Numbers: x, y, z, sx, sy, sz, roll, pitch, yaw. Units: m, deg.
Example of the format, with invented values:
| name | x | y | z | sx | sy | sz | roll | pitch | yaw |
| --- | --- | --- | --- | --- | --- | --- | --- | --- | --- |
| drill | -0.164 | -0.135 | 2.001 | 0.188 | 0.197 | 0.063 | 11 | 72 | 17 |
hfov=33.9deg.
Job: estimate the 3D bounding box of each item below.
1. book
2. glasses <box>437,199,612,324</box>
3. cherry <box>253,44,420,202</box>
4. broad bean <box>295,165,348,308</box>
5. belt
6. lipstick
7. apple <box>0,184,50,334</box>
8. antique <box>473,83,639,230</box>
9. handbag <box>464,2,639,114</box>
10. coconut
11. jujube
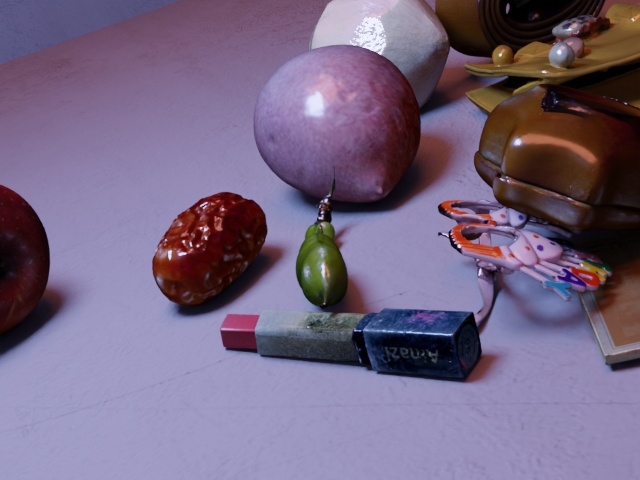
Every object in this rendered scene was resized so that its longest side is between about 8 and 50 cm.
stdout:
| name | x | y | z | sx | sy | sz | roll | pitch | yaw |
| --- | --- | --- | --- | --- | --- | --- | --- | --- | --- |
| book | 0.339 | 0.041 | 1.040 | 0.170 | 0.018 | 0.241 | -13 | 23 | 9 |
| glasses | 0.209 | 0.021 | 1.103 | 0.162 | 0.095 | 0.255 | 1 | 22 | 0 |
| cherry | 0.029 | -0.163 | 1.452 | 0.240 | 0.206 | 0.239 | -6 | 16 | 2 |
| broad bean | -0.001 | 0.010 | 1.221 | 0.056 | 0.098 | 0.318 | 2 | 23 | -2 |
| belt | 0.352 | -0.430 | 1.807 | 0.339 | 0.217 | 0.122 | -27 | 26 | -30 |
| lipstick | 0.012 | 0.099 | 1.087 | 0.312 | 0.051 | 0.051 | 0 | 28 | 35 |
| apple | -0.459 | 0.025 | 1.342 | 0.201 | 0.218 | 0.218 | 2 | 30 | 29 |
| antique | 0.283 | -0.090 | 1.140 | 0.224 | 0.128 | 0.278 | 23 | 18 | 26 |
| handbag | 0.435 | -0.277 | 1.557 | 0.401 | 0.133 | 0.283 | -21 | 19 | -10 |
| coconut | 0.104 | -0.307 | 1.713 | 0.224 | 0.224 | 0.234 | -33 | 29 | -32 |
| jujube | -0.141 | 0.008 | 1.312 | 0.112 | 0.109 | 0.176 | -41 | 6 | 43 |
